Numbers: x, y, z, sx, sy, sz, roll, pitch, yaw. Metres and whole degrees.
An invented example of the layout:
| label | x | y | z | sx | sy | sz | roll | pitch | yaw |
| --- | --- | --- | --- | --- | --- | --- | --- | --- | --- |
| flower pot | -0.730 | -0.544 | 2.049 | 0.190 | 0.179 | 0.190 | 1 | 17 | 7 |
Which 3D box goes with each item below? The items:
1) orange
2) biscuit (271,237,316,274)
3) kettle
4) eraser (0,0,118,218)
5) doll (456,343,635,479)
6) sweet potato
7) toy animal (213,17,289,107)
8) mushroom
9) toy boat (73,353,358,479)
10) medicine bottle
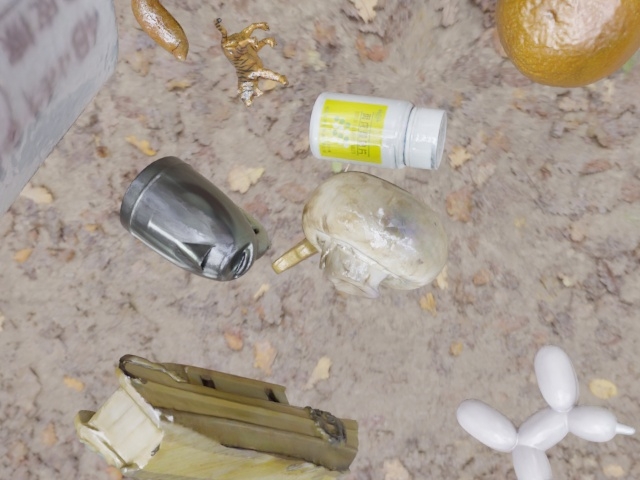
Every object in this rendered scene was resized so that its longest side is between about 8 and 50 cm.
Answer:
| label | x | y | z | sx | sy | sz | roll | pitch | yaw |
| --- | --- | --- | --- | --- | --- | --- | --- | --- | --- |
| orange | 0.544 | -0.488 | 1.547 | 0.322 | 0.357 | 0.321 | 15 | 114 | 37 |
| biscuit | 0.000 | 0.000 | 1.367 | 0.166 | 0.226 | 0.036 | -34 | 86 | 38 |
| kettle | -0.277 | -0.034 | 1.814 | 0.324 | 0.321 | 0.228 | 36 | 113 | 17 |
| eraser | -0.229 | -0.101 | 0.445 | 0.095 | 0.270 | 0.174 | 6 | 138 | 13 |
| doll | 0.209 | 0.200 | 0.685 | 0.161 | 0.059 | 0.160 | -38 | 56 | 6 |
| sweet potato | -0.270 | -0.365 | 1.143 | 0.056 | 0.056 | 0.194 | -30 | 99 | 12 |
| toy animal | -0.157 | -0.378 | 1.436 | 0.116 | 0.255 | 0.114 | -17 | 67 | 13 |
| mushroom | 0.083 | -0.001 | 1.147 | 0.255 | 0.255 | 0.184 | 15 | 72 | 3 |
| toy boat | -0.111 | 0.250 | 0.976 | 0.446 | 0.162 | 0.136 | 25 | 114 | -41 |
| medicine bottle | 0.117 | -0.218 | 1.472 | 0.258 | 0.143 | 0.143 | 9 | 103 | 14 |
